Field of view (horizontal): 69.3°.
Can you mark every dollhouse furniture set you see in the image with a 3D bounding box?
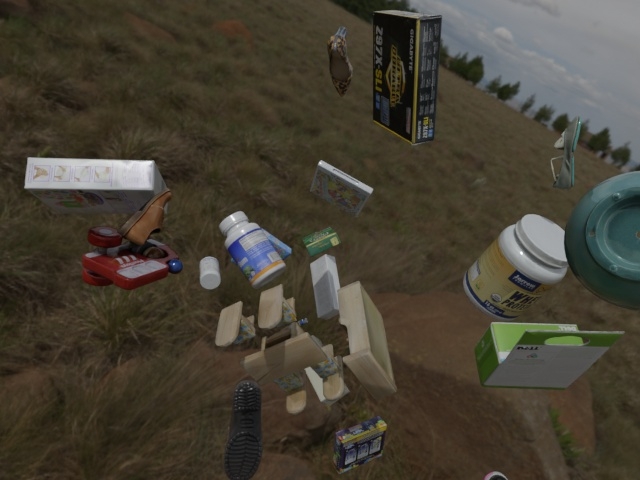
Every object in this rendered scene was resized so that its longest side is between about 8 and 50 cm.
[{"bbox_3d":[-0.026,0.318,1.242,0.362,0.393,0.257,56,17,-32],"label":"dollhouse furniture set"}]

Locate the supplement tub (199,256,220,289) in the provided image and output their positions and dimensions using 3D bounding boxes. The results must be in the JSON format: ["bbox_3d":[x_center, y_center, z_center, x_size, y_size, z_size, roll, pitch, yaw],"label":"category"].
[{"bbox_3d":[-0.381,0.111,1.596,0.070,0.071,0.107,16,25,-24],"label":"supplement tub"}]

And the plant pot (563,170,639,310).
[{"bbox_3d":[0.626,-0.006,0.904,0.293,0.293,0.196,44,20,29],"label":"plant pot"}]

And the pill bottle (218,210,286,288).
[{"bbox_3d":[-0.263,0.031,1.737,0.272,0.152,0.152,54,30,9],"label":"pill bottle"}]

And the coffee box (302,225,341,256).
[{"bbox_3d":[0.000,0.000,1.573,0.184,0.113,0.041,-119,-175,-79],"label":"coffee box"}]

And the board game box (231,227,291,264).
[{"bbox_3d":[-0.250,0.062,1.951,0.160,0.211,0.039,36,33,-24],"label":"board game box"}]

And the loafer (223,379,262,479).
[{"bbox_3d":[-0.268,0.683,1.691,0.133,0.366,0.130,8,-2,-6],"label":"loafer"}]

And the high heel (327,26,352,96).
[{"bbox_3d":[0.064,-0.641,1.735,0.093,0.261,0.186,5,39,10],"label":"high heel"}]

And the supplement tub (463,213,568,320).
[{"bbox_3d":[0.641,0.091,1.509,0.228,0.316,0.228,14,44,-14],"label":"supplement tub"}]

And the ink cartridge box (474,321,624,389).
[{"bbox_3d":[0.447,0.208,0.940,0.188,0.255,0.097,2,50,-1],"label":"ink cartridge box"}]

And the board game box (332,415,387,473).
[{"bbox_3d":[0.125,0.659,1.495,0.170,0.141,0.048,-9,26,-27],"label":"board game box"}]

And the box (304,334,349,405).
[{"bbox_3d":[0.002,0.548,1.968,0.275,0.113,0.094,57,5,38],"label":"box"}]

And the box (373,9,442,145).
[{"bbox_3d":[0.233,-0.464,1.305,0.079,0.322,0.257,-12,32,-14],"label":"box"}]

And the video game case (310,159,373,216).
[{"bbox_3d":[0.069,-0.180,1.664,0.206,0.026,0.227,29,-19,1],"label":"video game case"}]

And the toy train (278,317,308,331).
[{"bbox_3d":[-0.132,0.421,2.286,0.158,0.036,0.027,-21,82,-16],"label":"toy train"}]

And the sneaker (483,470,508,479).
[{"bbox_3d":[0.346,0.508,0.823,0.178,0.071,0.077,62,-2,28],"label":"sneaker"}]

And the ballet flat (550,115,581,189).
[{"bbox_3d":[0.713,-0.254,1.355,0.068,0.214,0.072,7,19,29],"label":"ballet flat"}]

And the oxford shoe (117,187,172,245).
[{"bbox_3d":[-0.427,-0.059,1.176,0.076,0.076,0.212,44,36,-18],"label":"oxford shoe"}]

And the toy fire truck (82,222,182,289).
[{"bbox_3d":[-0.586,0.066,1.480,0.253,0.170,0.302,22,17,19],"label":"toy fire truck"}]

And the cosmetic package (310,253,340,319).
[{"bbox_3d":[0.026,0.185,1.850,0.060,0.098,0.239,18,52,-39],"label":"cosmetic package"}]

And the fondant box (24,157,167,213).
[{"bbox_3d":[-0.639,-0.154,1.364,0.329,0.238,0.096,-1,77,-10],"label":"fondant box"}]
